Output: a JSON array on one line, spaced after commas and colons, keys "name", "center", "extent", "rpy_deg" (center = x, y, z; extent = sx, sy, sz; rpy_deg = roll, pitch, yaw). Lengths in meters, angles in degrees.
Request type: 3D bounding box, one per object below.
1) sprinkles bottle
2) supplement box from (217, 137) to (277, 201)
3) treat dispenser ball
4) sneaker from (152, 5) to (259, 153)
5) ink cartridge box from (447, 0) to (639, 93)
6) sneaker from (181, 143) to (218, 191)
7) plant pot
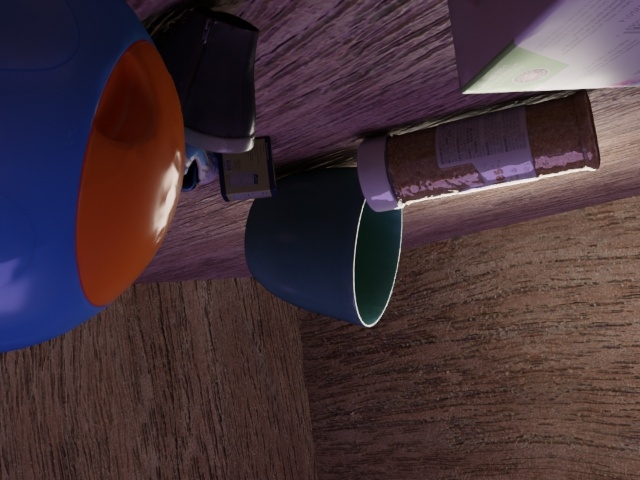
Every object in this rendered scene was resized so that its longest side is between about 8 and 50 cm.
[{"name": "sprinkles bottle", "center": [0.238, -0.134, 1.141], "extent": [0.355, 0.121, 0.121], "rpy_deg": [-11, 172, 22]}, {"name": "supplement box", "center": [-0.112, -0.108, 1.136], "extent": [0.083, 0.083, 0.056], "rpy_deg": [-6, 173, -2]}, {"name": "treat dispenser ball", "center": [-0.239, -0.066, 0.509], "extent": [0.288, 0.288, 0.288], "rpy_deg": [-7, 173, -1]}, {"name": "sneaker", "center": [-0.150, -0.169, 0.698], "extent": [0.221, 0.118, 0.083], "rpy_deg": [20, -157, 20]}, {"name": "ink cartridge box", "center": [0.303, -0.211, 0.584], "extent": [0.353, 0.119, 0.207], "rpy_deg": [-5, 172, -13]}, {"name": "sneaker", "center": [-0.197, -0.106, 1.072], "extent": [0.085, 0.086, 0.237], "rpy_deg": [-8, 174, 3]}, {"name": "plant pot", "center": [0.000, 0.000, 1.376], "extent": [0.235, 0.293, 0.293], "rpy_deg": [6, 178, 21]}]
